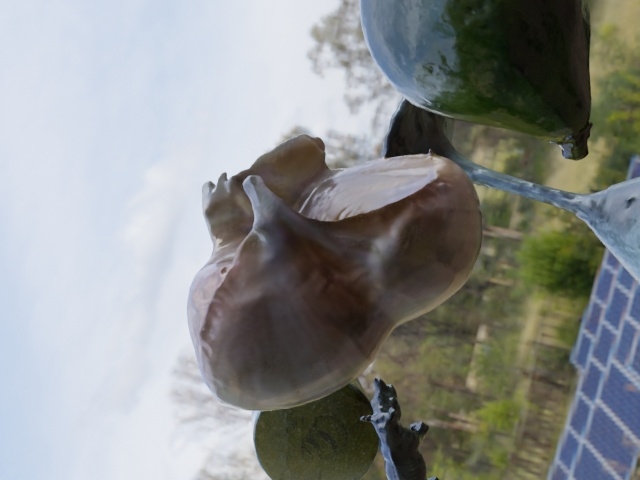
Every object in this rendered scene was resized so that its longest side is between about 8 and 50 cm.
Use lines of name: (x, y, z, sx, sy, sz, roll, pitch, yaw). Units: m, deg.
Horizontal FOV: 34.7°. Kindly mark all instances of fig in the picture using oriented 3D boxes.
fig: (0.149, -0.176, 0.841, 0.195, 0.245, 0.195, -43, -10, -10)

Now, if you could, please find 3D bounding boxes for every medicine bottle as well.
medicine bottle: (-0.017, 0.216, 1.355, 0.322, 0.151, 0.151, -134, 56, -83)

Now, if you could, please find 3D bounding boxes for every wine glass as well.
wine glass: (0.278, -0.039, 1.120, 0.267, 0.406, 0.267, -45, -36, -47)

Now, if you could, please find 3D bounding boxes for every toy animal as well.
toy animal: (0.076, 0.195, 0.986, 0.065, 0.047, 0.135, -30, -75, -66)

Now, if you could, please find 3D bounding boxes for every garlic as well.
garlic: (0.006, 0.009, 0.525, 0.124, 0.174, 0.099, 65, 168, -10)
